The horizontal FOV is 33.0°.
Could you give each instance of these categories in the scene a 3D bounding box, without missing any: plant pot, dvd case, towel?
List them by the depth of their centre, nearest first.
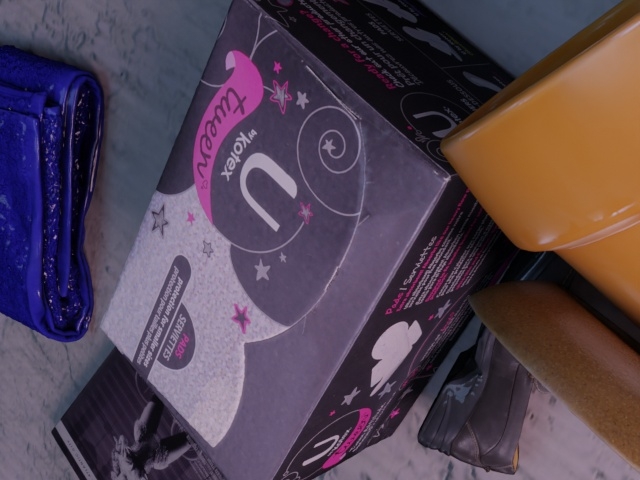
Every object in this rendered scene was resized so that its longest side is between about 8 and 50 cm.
[{"bbox_3d":[0.184,-0.023,0.432,0.205,0.205,0.188,-33,94,40],"label":"plant pot"},{"bbox_3d":[0.164,0.088,0.457,0.236,0.236,0.032,43,98,25],"label":"plant pot"},{"bbox_3d":[-0.124,0.160,0.846,0.164,0.018,0.221,53,128,16],"label":"dvd case"},{"bbox_3d":[-0.309,-0.062,0.912,0.308,0.076,0.227,21,113,35],"label":"towel"}]

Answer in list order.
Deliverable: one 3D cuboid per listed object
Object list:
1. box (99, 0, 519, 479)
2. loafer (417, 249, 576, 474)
[{"bbox_3d":[0.000,0.000,0.617,0.163,0.142,0.247,44,125,23],"label":"box"},{"bbox_3d":[0.115,0.059,0.598,0.061,0.062,0.170,28,124,8],"label":"loafer"}]
